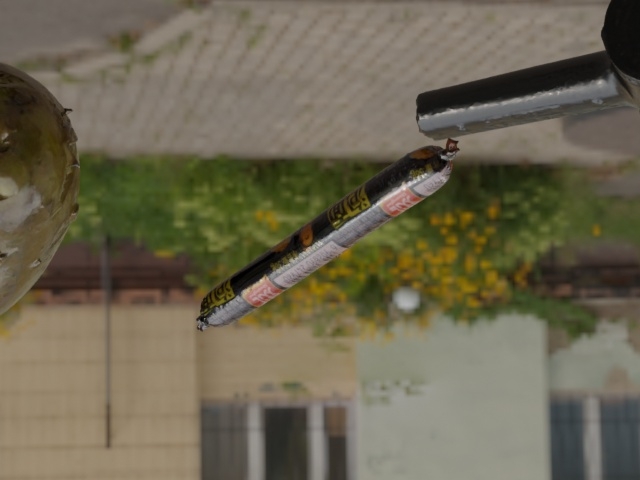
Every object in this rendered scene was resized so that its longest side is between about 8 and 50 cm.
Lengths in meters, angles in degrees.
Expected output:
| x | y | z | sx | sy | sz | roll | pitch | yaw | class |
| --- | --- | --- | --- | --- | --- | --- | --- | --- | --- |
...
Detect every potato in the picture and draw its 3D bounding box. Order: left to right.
| x | y | z | sx | sy | sz | roll | pitch | yaw | class |
| --- | --- | --- | --- | --- | --- | --- | --- | --- | --- |
| -0.213 | -0.032 | 0.953 | 0.137 | 0.137 | 0.176 | 3 | 137 | -40 | potato |

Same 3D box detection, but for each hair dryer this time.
| x | y | z | sx | sy | sz | roll | pitch | yaw | class |
| --- | --- | --- | --- | --- | --- | --- | --- | --- | --- |
| 0.191 | -0.115 | 1.185 | 0.251 | 0.089 | 0.197 | -7 | 163 | 21 | hair dryer |

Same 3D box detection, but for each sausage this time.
| x | y | z | sx | sy | sz | roll | pitch | yaw | class |
| --- | --- | --- | --- | --- | --- | --- | --- | --- | --- |
| 0.000 | 0.000 | 0.836 | 0.198 | 0.025 | 0.028 | -35 | 164 | 34 | sausage |
